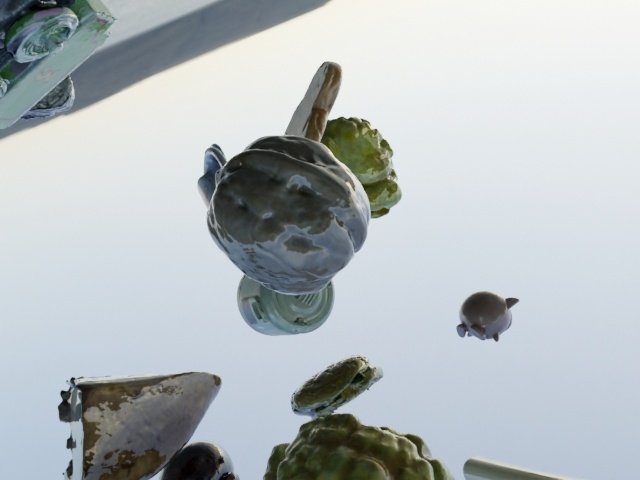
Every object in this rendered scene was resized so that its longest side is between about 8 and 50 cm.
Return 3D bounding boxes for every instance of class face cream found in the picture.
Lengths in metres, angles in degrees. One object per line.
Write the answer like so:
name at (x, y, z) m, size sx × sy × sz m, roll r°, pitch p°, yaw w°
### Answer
face cream at (0.440, 0.471, 1.183) m, size 0.348 × 0.173 × 0.081 m, roll -10°, pitch -128°, yaw 56°

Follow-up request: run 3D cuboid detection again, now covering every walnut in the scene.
walnut at (-0.044, -0.039, 0.871) m, size 0.224 × 0.224 × 0.224 m, roll -20°, pitch -158°, yaw 8°

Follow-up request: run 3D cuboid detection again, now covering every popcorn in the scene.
popcorn at (0.066, -0.163, 1.543) m, size 0.234 × 0.242 × 0.250 m, roll -10°, pitch -179°, yaw -13°
popcorn at (0.075, 0.395, 0.920) m, size 0.335 × 0.279 × 0.274 m, roll 8°, pitch -154°, yaw 8°

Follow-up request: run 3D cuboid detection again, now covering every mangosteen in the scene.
mangosteen at (-0.327, 0.691, 1.828) m, size 0.265 × 0.228 × 0.228 m, roll 19°, pitch -139°, yaw 28°

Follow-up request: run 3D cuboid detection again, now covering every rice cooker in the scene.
rice cooker at (-0.099, 0.143, 1.694) m, size 0.226 × 0.226 × 0.244 m, roll -34°, pitch -171°, yaw -26°

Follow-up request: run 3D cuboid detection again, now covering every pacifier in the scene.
pacifier at (-0.168, -0.128, 1.538) m, size 0.225 × 0.238 × 0.287 m, roll -21°, pitch -126°, yaw -21°

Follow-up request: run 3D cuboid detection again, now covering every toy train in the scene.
toy train at (-0.439, -0.287, 0.902) m, size 0.307 × 0.173 × 0.249 m, roll -38°, pitch -174°, yaw 9°

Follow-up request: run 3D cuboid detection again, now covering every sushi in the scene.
sushi at (-0.563, -0.288, 1.270) m, size 0.150 × 0.091 × 0.078 m, roll -11°, pitch -178°, yaw -19°

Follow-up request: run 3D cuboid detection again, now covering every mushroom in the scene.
mushroom at (-0.417, 0.463, 1.590) m, size 0.397 × 0.314 × 0.224 m, roll -2°, pitch 174°, yaw -34°

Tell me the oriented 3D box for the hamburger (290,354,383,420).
hamburger at (0.043, 0.435, 1.926) m, size 0.284 × 0.134 × 0.265 m, roll -35°, pitch 164°, yaw -9°

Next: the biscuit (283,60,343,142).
biscuit at (-0.046, -0.156, 1.219) m, size 0.376 × 0.051 × 0.269 m, roll -64°, pitch -167°, yaw 16°

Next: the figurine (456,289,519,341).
figurine at (0.388, 0.177, 1.517) m, size 0.138 × 0.125 × 0.125 m, roll -37°, pitch -155°, yaw -25°
